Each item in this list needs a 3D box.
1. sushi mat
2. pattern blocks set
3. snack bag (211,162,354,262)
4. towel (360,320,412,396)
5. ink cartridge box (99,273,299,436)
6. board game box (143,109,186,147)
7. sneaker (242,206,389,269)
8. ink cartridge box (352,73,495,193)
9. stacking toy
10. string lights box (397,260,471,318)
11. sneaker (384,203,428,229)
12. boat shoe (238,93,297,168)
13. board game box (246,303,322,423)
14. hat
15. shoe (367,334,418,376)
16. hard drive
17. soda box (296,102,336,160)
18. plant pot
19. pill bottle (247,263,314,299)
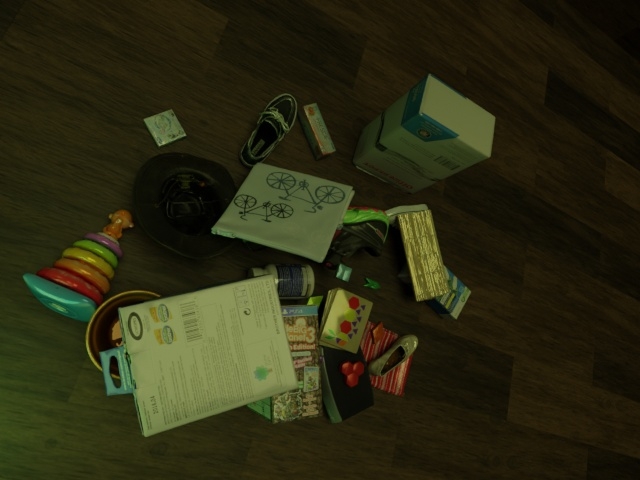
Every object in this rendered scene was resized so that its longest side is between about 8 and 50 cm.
[{"bbox_3d":[0.368,0.053,1.502,0.151,0.019,0.317,-12,88,-27],"label":"sushi mat"},{"bbox_3d":[0.073,0.252,1.304,0.285,0.026,0.325,34,72,-18],"label":"pattern blocks set"},{"bbox_3d":[-0.089,-0.086,1.194,0.323,0.037,0.343,16,45,6],"label":"snack bag"},{"bbox_3d":[0.196,0.395,1.440,0.274,0.031,0.199,27,71,-19],"label":"towel"},{"bbox_3d":[-0.277,0.244,0.942,0.395,0.151,0.270,-12,85,-20],"label":"ink cartridge box"},{"bbox_3d":[-0.465,-0.335,1.263,0.090,0.020,0.090,-31,95,-28],"label":"board game box"},{"bbox_3d":[0.000,0.000,1.331,0.482,0.185,0.202,-3,96,-16],"label":"sneaker"},{"bbox_3d":[0.336,-0.337,1.444,0.285,0.395,0.166,24,69,-20],"label":"ink cartridge box"},{"bbox_3d":[-0.577,0.040,1.079,0.175,0.166,0.302,25,58,-7],"label":"stacking toy"},{"bbox_3d":[0.423,0.161,1.567,0.259,0.076,0.133,42,67,-13],"label":"string lights box"},{"bbox_3d":[0.303,-0.075,1.544,0.258,0.094,0.091,-10,80,-28],"label":"sneaker"},{"bbox_3d":[-0.158,-0.373,1.371,0.113,0.105,0.306,41,66,-14],"label":"boat shoe"},{"bbox_3d":[-0.112,0.332,1.189,0.141,0.232,0.291,2,80,-26],"label":"board game box"},{"bbox_3d":[-0.375,-0.080,1.196,0.331,0.134,0.331,15,58,-25],"label":"hat"},{"bbox_3d":[0.257,0.390,1.421,0.219,0.058,0.077,-29,97,-26],"label":"shoe"},{"bbox_3d":[0.076,0.425,1.328,0.172,0.054,0.255,-15,89,-27],"label":"hard drive"},{"bbox_3d":[-0.015,-0.376,1.465,0.058,0.063,0.183,-23,91,-28],"label":"soda box"},{"bbox_3d":[-0.466,0.233,1.060,0.205,0.188,0.205,5,78,-24],"label":"plant pot"},{"bbox_3d":[-0.123,0.126,1.289,0.186,0.112,0.112,3,79,-26],"label":"pill bottle"}]
